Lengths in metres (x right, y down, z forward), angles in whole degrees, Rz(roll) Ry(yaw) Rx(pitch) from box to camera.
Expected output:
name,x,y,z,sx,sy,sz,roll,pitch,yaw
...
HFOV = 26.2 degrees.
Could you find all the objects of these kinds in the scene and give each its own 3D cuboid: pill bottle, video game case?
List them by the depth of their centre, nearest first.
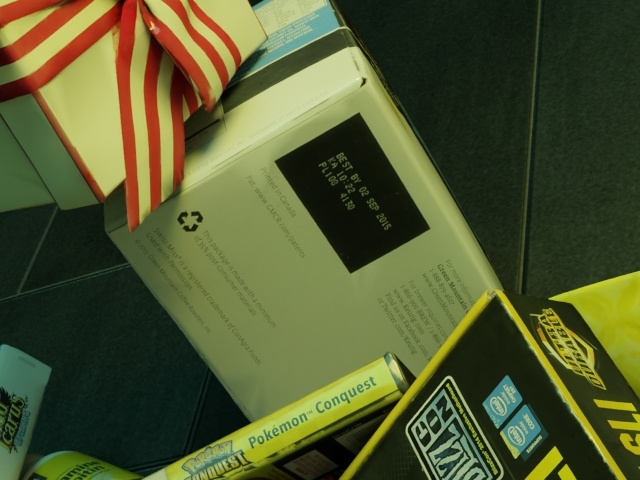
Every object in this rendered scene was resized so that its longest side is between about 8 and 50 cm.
name,x,y,z,sx,sy,sz,roll,pitch,yaw
video game case,-0.017,0.186,1.011,0.248,0.275,0.035,-28,64,6
pill bottle,-0.212,0.246,1.226,0.184,0.103,0.103,8,50,45
video game case,-0.360,0.263,1.264,0.269,0.061,0.244,-46,25,31

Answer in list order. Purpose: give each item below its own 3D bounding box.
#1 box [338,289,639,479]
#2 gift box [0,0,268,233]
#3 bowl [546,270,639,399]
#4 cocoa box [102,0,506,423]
name,x,y,z,sx,sy,sz,roll,pitch,yaw
box,0.126,0.229,0.799,0.257,0.079,0.322,-54,45,28
gift box,-0.213,-0.148,0.987,0.258,0.255,0.276,-9,36,40
bowl,0.281,0.099,0.938,0.289,0.289,0.156,-16,78,23
cocoa box,0.000,0.000,1.150,0.231,0.347,0.228,-29,33,8
